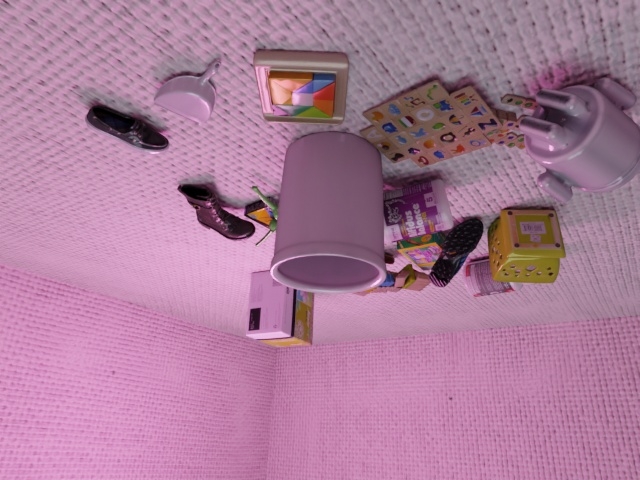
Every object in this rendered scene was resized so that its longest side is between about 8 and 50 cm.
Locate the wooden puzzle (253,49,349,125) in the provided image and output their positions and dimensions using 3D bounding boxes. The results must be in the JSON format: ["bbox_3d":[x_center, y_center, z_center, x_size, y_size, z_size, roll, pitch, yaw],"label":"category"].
[{"bbox_3d":[-0.045,-0.363,1.203,0.220,0.044,0.239,3,156,1],"label":"wooden puzzle"}]

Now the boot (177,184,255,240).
[{"bbox_3d":[-0.371,-0.102,1.749,0.262,0.091,0.229,16,156,9],"label":"boot"}]

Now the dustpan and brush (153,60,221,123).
[{"bbox_3d":[-0.304,-0.376,1.207,0.147,0.060,0.211,19,158,-36],"label":"dustpan and brush"}]

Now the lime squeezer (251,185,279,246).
[{"bbox_3d":[-0.182,-0.071,1.737,0.109,0.059,0.310,-9,142,-13],"label":"lime squeezer"}]

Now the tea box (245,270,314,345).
[{"bbox_3d":[-0.199,0.359,2.521,0.220,0.329,0.323,-9,155,24],"label":"tea box"}]

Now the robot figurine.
[{"bbox_3d":[0.644,-0.240,1.182,0.353,0.200,0.300,21,108,-30],"label":"robot figurine"}]

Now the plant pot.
[{"bbox_3d":[0.744,0.009,1.758,0.228,0.227,0.207,1,150,7],"label":"plant pot"}]

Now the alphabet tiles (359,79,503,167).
[{"bbox_3d":[0.286,-0.298,1.301,0.342,0.011,0.285,-13,147,43],"label":"alphabet tiles"}]

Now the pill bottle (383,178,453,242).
[{"bbox_3d":[0.269,-0.086,1.598,0.301,0.169,0.169,-14,153,14],"label":"pill bottle"}]

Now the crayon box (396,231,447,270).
[{"bbox_3d":[0.447,0.036,2.014,0.165,0.081,0.278,-13,152,31],"label":"crayon box"}]

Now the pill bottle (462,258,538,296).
[{"bbox_3d":[0.788,0.150,2.137,0.283,0.161,0.161,-16,150,37],"label":"pill bottle"}]

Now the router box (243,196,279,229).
[{"bbox_3d":[-0.178,-0.093,1.832,0.133,0.046,0.179,-16,149,36],"label":"router box"}]

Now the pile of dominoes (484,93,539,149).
[{"bbox_3d":[0.538,-0.294,1.300,0.251,0.040,0.196,8,156,-11],"label":"pile of dominoes"}]

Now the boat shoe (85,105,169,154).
[{"bbox_3d":[-0.527,-0.311,1.349,0.228,0.080,0.076,23,152,-23],"label":"boat shoe"}]

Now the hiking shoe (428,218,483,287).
[{"bbox_3d":[0.525,0.038,1.888,0.304,0.113,0.132,-58,163,20],"label":"hiking shoe"}]

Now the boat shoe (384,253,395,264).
[{"bbox_3d":[0.258,0.088,2.175,0.178,0.060,0.064,15,160,-34],"label":"boat shoe"}]

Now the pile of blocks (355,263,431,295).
[{"bbox_3d":[0.301,0.153,2.127,0.362,0.113,0.149,-5,147,-6],"label":"pile of blocks"}]

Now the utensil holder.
[{"bbox_3d":[0.028,-0.075,1.431,0.327,0.386,0.328,2,157,1],"label":"utensil holder"}]
